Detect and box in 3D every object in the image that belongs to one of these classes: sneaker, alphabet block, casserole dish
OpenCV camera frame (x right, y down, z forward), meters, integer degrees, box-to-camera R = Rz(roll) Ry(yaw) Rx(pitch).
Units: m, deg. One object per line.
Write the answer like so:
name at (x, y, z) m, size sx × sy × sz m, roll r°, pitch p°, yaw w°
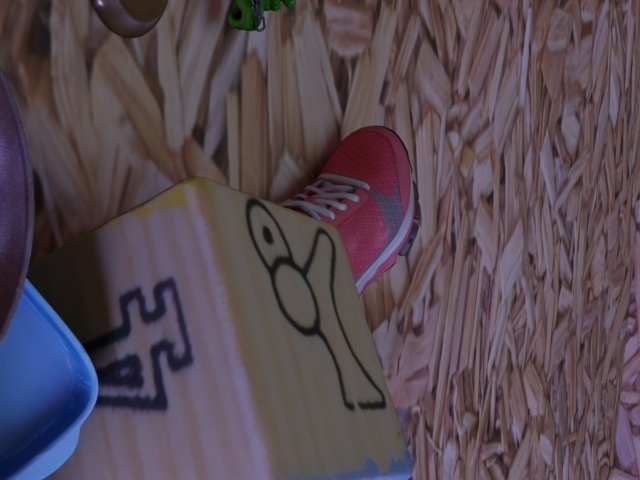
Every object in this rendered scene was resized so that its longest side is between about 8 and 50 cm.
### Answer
sneaker at (0.000, 0.000, 0.865) m, size 0.314 × 0.115 × 0.136 m, roll -65°, pitch 145°, yaw -23°
alphabet block at (-0.079, 0.097, 0.622) m, size 0.192 × 0.193 × 0.197 m, roll 21°, pitch 48°, yaw -59°
casserole dish at (-0.213, 0.058, 0.522) m, size 0.114 × 0.037 × 0.188 m, roll -40°, pitch 101°, yaw -10°

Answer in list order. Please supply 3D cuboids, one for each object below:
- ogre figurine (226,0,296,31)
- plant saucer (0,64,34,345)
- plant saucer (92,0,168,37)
ogre figurine at (-0.032, -0.277, 0.758) m, size 0.197 × 0.096 × 0.118 m, roll -45°, pitch 155°, yaw -22°
plant saucer at (-0.274, -0.030, 0.395) m, size 0.310 × 0.050 × 0.311 m, roll 16°, pitch 69°, yaw -48°
plant saucer at (-0.137, -0.193, 0.678) m, size 0.083 × 0.015 × 0.084 m, roll -25°, pitch 120°, yaw -54°
